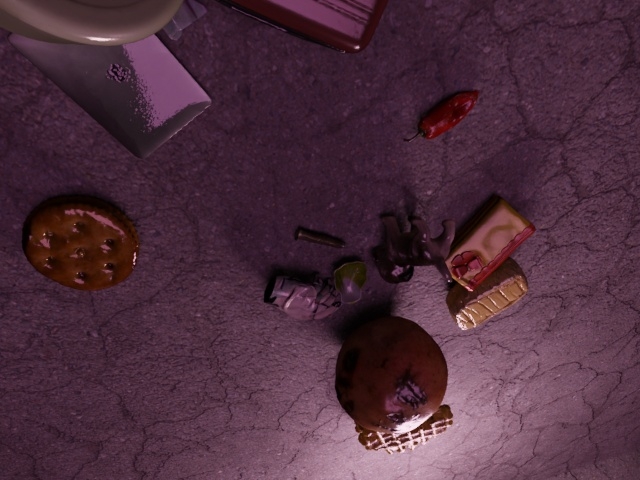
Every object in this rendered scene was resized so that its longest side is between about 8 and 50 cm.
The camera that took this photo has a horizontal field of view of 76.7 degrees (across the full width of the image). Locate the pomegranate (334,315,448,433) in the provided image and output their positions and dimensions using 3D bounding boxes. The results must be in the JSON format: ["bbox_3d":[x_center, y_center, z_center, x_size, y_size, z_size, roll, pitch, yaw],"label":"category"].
[{"bbox_3d":[0.187,0.366,1.119,0.321,0.322,0.323,-7,126,-10],"label":"pomegranate"}]

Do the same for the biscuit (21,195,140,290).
[{"bbox_3d":[-0.486,0.011,0.827,0.220,0.066,0.221,-7,125,-10],"label":"biscuit"}]

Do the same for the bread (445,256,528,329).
[{"bbox_3d":[0.470,0.146,1.162,0.236,0.106,0.140,-36,128,10],"label":"bread"}]

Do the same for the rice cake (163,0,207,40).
[{"bbox_3d":[-0.273,-0.446,0.585,0.081,0.051,0.290,-49,131,-22],"label":"rice cake"}]

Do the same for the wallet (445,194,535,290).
[{"bbox_3d":[0.427,0.015,1.057,0.141,0.067,0.241,38,108,-5],"label":"wallet"}]

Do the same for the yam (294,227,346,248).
[{"bbox_3d":[0.000,0.000,0.979,0.129,0.027,0.033,16,97,-25],"label":"yam"}]

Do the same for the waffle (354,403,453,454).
[{"bbox_3d":[0.282,0.619,1.415,0.323,0.151,0.261,2,128,-13],"label":"waffle"}]

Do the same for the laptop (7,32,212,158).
[{"bbox_3d":[-0.345,-0.287,0.691,0.187,0.015,0.269,-35,126,10],"label":"laptop"}]

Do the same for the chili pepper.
[{"bbox_3d":[0.261,-0.259,0.857,0.191,0.050,0.059,-35,110,1],"label":"chili pepper"}]

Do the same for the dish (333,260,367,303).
[{"bbox_3d":[0.075,0.104,1.065,0.091,0.039,0.137,-12,124,-12],"label":"dish"}]

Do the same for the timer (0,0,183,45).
[{"bbox_3d":[-0.357,-0.367,0.479,0.290,0.315,0.291,-14,108,-49],"label":"timer"}]

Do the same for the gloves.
[{"bbox_3d":[-0.034,0.151,1.030,0.212,0.111,0.128,21,114,-20],"label":"gloves"}]

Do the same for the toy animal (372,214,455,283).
[{"bbox_3d":[0.220,0.018,0.972,0.121,0.233,0.169,-1,85,-27],"label":"toy animal"}]

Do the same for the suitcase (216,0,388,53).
[{"bbox_3d":[-0.031,-0.431,0.586,0.296,0.161,0.237,12,119,-24],"label":"suitcase"}]
